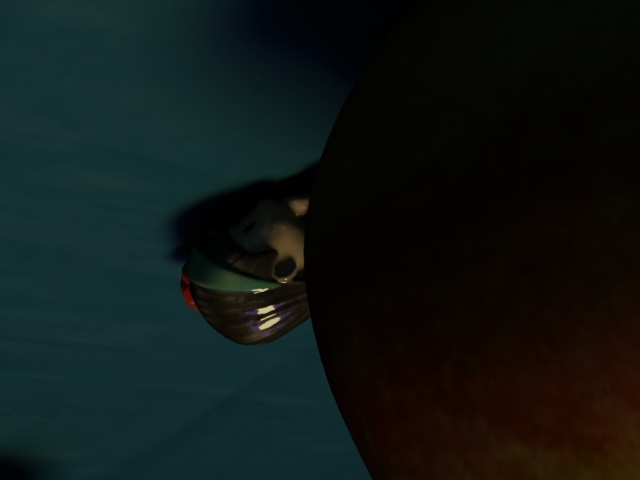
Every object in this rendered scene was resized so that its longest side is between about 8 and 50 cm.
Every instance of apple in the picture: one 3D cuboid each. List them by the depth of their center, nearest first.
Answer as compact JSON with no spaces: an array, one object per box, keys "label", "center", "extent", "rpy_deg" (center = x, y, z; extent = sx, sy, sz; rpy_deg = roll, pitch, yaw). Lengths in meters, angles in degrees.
[{"label":"apple","center":[0.126,0.016,0.542],"extent":[0.234,0.257,0.257],"rpy_deg":[-21,160,16]}]

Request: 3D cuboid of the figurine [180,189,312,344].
[{"label":"figurine","center":[0.000,0.000,0.687],"extent":[0.106,0.047,0.060],"rpy_deg":[-26,-165,-4]}]
